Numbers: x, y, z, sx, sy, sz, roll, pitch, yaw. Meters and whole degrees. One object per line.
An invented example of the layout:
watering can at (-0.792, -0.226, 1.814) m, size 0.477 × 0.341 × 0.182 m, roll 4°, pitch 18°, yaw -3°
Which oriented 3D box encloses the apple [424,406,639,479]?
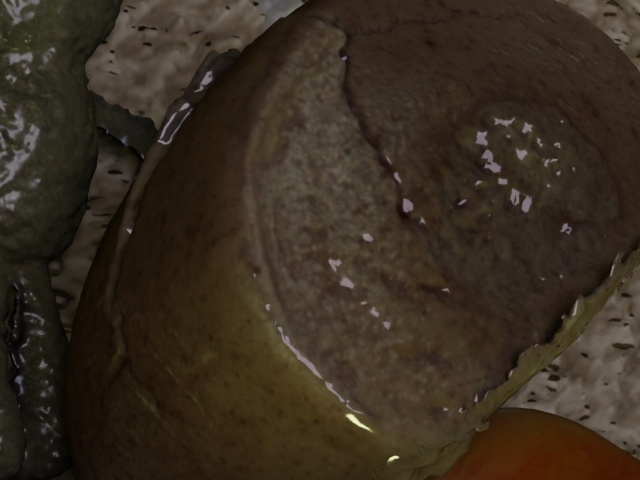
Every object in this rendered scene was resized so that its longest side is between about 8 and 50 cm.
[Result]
apple at (0.096, 0.208, 0.838) m, size 0.242 × 0.242 × 0.241 m, roll 29°, pitch 66°, yaw -13°

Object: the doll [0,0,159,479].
doll at (-0.143, -0.036, 0.899) m, size 0.202 × 0.091 × 0.286 m, roll -25°, pitch 95°, yaw -36°

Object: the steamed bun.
steamed bun at (0.000, 0.000, 0.843) m, size 0.199 × 0.251 × 0.301 m, roll 52°, pitch 47°, yaw -6°
